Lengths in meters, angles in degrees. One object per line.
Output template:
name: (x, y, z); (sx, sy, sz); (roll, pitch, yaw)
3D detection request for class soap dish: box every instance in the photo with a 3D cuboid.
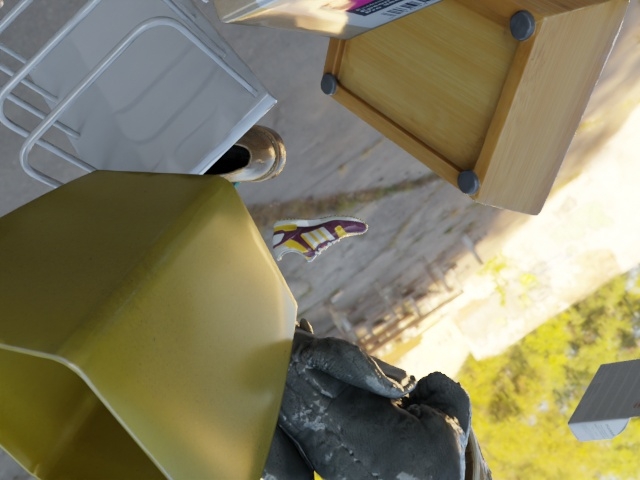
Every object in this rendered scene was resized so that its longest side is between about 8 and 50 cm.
soap dish: (0.129, -0.187, 0.781); (0.118, 0.291, 0.228); (-19, 137, -36)

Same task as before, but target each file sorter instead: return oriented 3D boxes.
file sorter: (-0.218, -0.185, 0.751); (0.193, 0.277, 0.173); (-43, 149, 8)

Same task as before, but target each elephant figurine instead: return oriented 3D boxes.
elephant figurine: (0.002, 0.140, 0.661); (0.186, 0.239, 0.169); (-27, -152, 53)

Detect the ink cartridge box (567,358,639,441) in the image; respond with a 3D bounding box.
ink cartridge box: (0.632, 0.314, 1.584); (0.189, 0.066, 0.232); (-45, -165, -35)

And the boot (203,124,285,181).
boot: (-0.210, -0.128, 1.096); (0.306, 0.112, 0.115); (4, -169, 21)

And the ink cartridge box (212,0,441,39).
ink cartridge box: (0.063, -0.214, 0.508); (0.235, 0.088, 0.193); (-15, -178, 30)

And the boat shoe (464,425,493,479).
boat shoe: (0.264, 0.460, 1.475); (0.122, 0.340, 0.110); (-11, 174, 35)

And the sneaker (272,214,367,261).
sneaker: (0.000, 0.000, 1.521); (0.186, 0.083, 0.069); (-4, 167, 9)

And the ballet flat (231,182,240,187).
ballet flat: (-0.262, -0.031, 1.297); (0.342, 0.124, 0.116); (-53, -156, -6)

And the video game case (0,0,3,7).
video game case: (-0.535, -0.174, 0.795); (0.300, 0.036, 0.329); (-22, -172, 29)

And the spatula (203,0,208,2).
spatula: (-0.306, -0.622, 1.713); (0.019, 0.242, 0.168); (-43, -172, 32)

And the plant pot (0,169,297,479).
plant pot: (-0.138, 0.063, 0.568); (0.212, 0.212, 0.187); (5, -133, 33)
